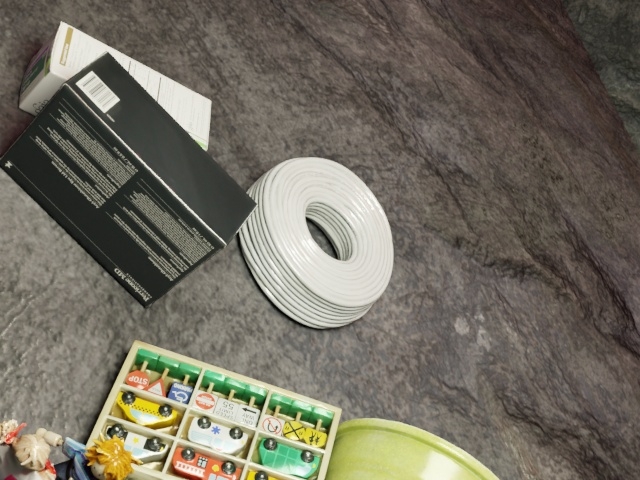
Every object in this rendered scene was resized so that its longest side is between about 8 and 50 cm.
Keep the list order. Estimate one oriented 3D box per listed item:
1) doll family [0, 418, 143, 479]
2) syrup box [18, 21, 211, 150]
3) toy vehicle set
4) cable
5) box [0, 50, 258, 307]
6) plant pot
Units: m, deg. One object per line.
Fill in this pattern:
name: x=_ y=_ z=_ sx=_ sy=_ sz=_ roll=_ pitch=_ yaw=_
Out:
doll family: x=-0.233 y=0.273 z=1.036 sx=0.263 sy=0.163 sz=0.118 roll=55 pitch=40 yaw=1
syrup box: x=-0.270 y=-0.182 z=1.369 sx=0.237 sy=0.093 sz=0.096 roll=25 pitch=49 yaw=-31
toy vehicle set: x=-0.121 y=0.229 z=1.191 sx=0.267 sy=0.035 sz=0.166 roll=19 pitch=46 yaw=-2
cable: x=0.000 y=0.000 z=1.511 sx=0.257 sy=0.089 sz=0.257 roll=-3 pitch=66 yaw=-46
box: x=-0.236 y=-0.069 z=1.255 sx=0.261 sy=0.184 sz=0.103 roll=46 pitch=38 yaw=-10
plant pot: x=0.066 y=0.394 z=1.199 sx=0.276 sy=0.276 sz=0.254 roll=46 pitch=52 yaw=-11
